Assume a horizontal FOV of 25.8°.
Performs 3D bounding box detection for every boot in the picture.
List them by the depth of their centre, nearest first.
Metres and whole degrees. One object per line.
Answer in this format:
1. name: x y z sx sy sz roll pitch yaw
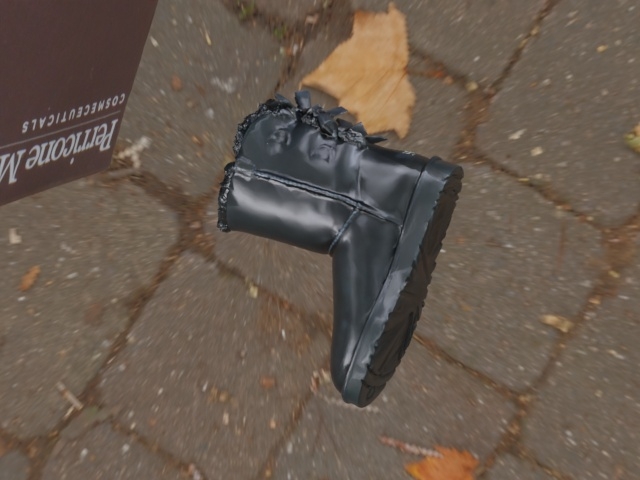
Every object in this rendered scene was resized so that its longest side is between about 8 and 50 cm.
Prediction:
1. boot: 0.000 0.000 0.611 0.099 0.045 0.121 21 96 20

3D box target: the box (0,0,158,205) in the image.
1. box: -0.136 -0.208 0.589 0.143 0.191 0.381 26 111 13
